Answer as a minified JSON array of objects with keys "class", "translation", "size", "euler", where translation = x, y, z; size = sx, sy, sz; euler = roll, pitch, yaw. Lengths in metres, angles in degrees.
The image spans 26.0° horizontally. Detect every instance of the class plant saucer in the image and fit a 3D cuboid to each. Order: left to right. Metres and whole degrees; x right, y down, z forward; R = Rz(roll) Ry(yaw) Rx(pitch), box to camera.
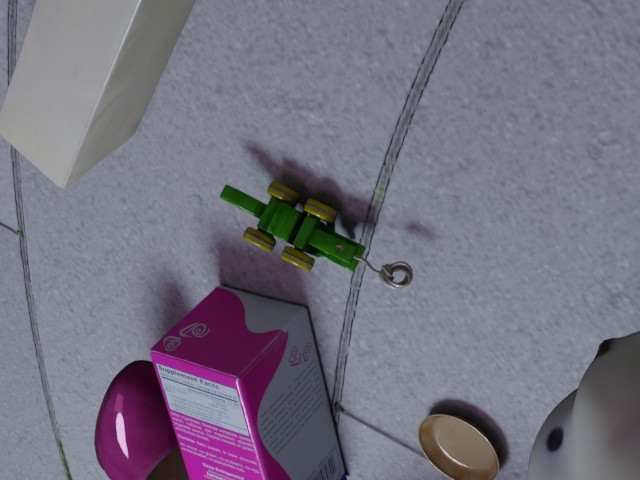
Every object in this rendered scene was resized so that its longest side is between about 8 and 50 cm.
[{"class":"plant saucer","translation":[0.127,0.185,1.249],"size":[0.083,0.015,0.083],"euler":[23,136,24]}]

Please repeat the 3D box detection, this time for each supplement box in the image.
[{"class":"supplement box","translation":[-0.065,0.169,1.324],"size":[0.114,0.111,0.220],"euler":[14,131,33]}]

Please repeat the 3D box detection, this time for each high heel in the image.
[{"class":"high heel","translation":[-0.111,0.275,1.437],"size":[0.181,0.127,0.377],"euler":[32,155,35]}]

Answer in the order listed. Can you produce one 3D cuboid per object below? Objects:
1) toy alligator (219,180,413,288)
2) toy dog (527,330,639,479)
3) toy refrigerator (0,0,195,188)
[{"class":"toy alligator","translation":[0.000,0.000,1.176],"size":[0.190,0.056,0.051],"euler":[26,179,20]},{"class":"toy dog","translation":[0.333,0.192,0.905],"size":[0.408,0.284,0.395],"euler":[20,142,33]},{"class":"toy refrigerator","translation":[-0.183,-0.170,1.144],"size":[0.094,0.102,0.269],"euler":[41,141,5]}]
